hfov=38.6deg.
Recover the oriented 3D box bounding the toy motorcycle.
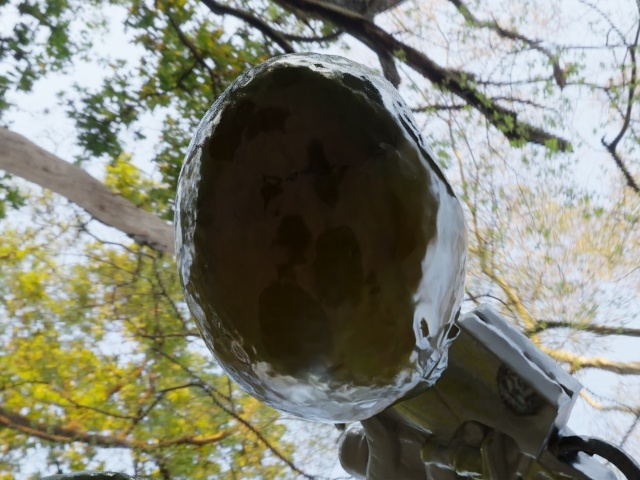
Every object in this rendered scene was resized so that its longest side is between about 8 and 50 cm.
[{"bbox_3d":[0.105,0.157,0.782,0.341,0.108,0.223,44,-58,18],"label":"toy motorcycle"}]

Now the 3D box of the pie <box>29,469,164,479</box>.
[{"bbox_3d":[-0.079,0.234,0.412,0.303,0.067,0.302,0,-68,0],"label":"pie"}]

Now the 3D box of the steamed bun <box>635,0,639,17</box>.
[{"bbox_3d":[0.425,-0.250,0.879,0.280,0.207,0.268,37,-59,29],"label":"steamed bun"}]

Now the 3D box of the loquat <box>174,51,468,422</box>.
[{"bbox_3d":[0.000,0.000,0.552,0.179,0.179,0.227,-12,-68,14],"label":"loquat"}]
